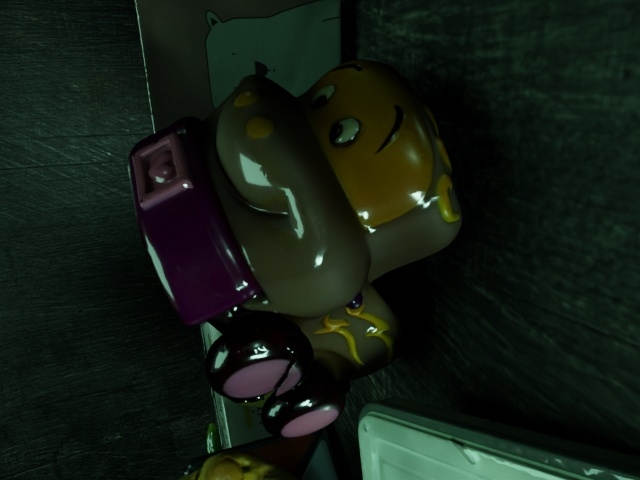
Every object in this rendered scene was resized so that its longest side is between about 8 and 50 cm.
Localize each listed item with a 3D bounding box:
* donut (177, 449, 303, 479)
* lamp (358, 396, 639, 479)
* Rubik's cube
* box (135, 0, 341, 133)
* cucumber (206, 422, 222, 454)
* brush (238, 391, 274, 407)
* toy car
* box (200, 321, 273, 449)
[{"bbox_3d":[-0.090,0.421,0.582,0.150,0.300,0.317,78,171,-57],"label":"donut"},{"bbox_3d":[0.133,0.262,0.339,0.267,0.047,0.268,-8,88,54],"label":"lamp"},{"bbox_3d":[-0.080,0.475,0.811,0.248,0.250,0.246,106,148,-53],"label":"Rubik's cube"},{"bbox_3d":[-0.083,-0.165,0.575,0.086,0.216,0.214,-103,10,-70],"label":"box"},{"bbox_3d":[-0.224,0.483,1.079,0.039,0.039,0.167,168,90,-69],"label":"cucumber"},{"bbox_3d":[-0.114,0.224,0.959,0.059,0.123,0.197,-44,-49,-72],"label":"brush"},{"bbox_3d":[0.000,0.000,0.466,0.271,0.241,0.340,66,-177,36],"label":"toy car"},{"bbox_3d":[-0.163,0.326,1.101,0.173,0.145,0.332,144,115,-70],"label":"box"}]
